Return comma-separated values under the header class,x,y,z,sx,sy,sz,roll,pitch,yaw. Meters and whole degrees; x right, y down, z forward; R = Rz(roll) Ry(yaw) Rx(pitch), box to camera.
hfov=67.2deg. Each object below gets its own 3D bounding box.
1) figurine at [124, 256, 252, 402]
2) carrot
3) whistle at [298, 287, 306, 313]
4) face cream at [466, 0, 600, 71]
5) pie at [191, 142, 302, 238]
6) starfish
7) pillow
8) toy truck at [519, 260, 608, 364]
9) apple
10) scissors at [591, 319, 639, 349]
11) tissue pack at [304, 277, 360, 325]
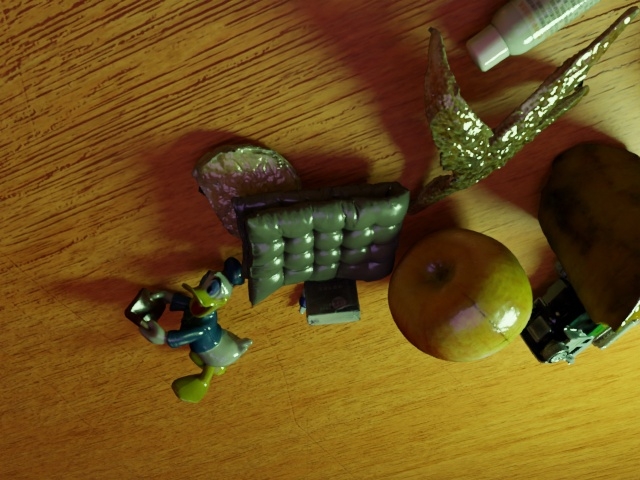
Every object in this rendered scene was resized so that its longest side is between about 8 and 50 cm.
class,x,y,z,sx,sy,sz,roll,pitch,yaw
figurine,-0.277,0.160,1.082,0.283,0.205,0.339,26,112,-17
carrot,0.572,-0.001,0.912,0.241,0.341,0.242,-9,145,-7
whistle,-0.034,0.141,1.147,0.033,0.029,0.083,0,126,-27
face cream,0.345,-0.356,0.717,0.268,0.082,0.082,-32,127,21
pie,-0.128,-0.093,0.916,0.184,0.052,0.218,-17,129,10
starfish,0.270,-0.183,0.773,0.383,0.132,0.398,-34,152,12
pillow,0.000,0.000,0.934,0.325,0.101,0.228,-9,137,-13
toy truck,0.634,0.140,1.127,0.177,0.177,0.364,9,129,-30
apple,0.278,0.111,0.986,0.285,0.286,0.233,-34,136,22
scissors,0.671,0.152,1.017,0.242,0.030,0.118,-33,140,-9
tissue pack,0.021,0.102,1.032,0.112,0.157,0.051,-6,139,-1
